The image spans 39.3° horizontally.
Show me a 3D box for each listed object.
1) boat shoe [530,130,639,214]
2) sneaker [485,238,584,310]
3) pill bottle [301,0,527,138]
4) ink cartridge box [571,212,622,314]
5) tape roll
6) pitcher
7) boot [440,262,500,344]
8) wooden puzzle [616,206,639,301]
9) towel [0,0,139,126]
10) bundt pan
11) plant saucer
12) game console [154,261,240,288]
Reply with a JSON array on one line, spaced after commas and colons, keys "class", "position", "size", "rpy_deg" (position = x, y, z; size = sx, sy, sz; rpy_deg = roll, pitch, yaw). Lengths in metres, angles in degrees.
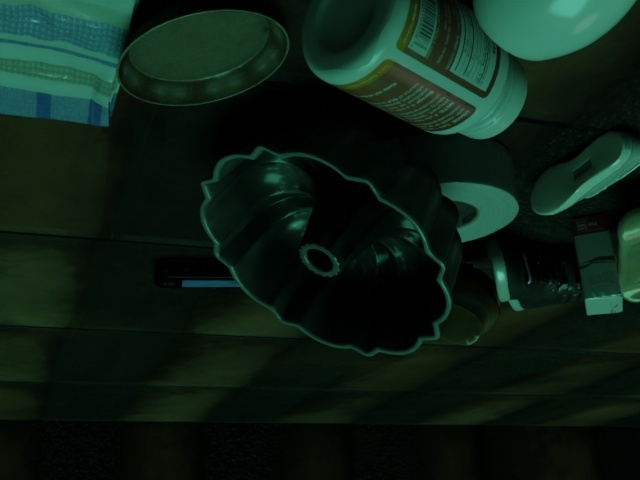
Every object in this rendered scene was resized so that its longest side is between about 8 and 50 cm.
[{"class": "boat shoe", "position": [0.353, -0.085, 1.179], "size": [0.063, 0.066, 0.184], "rpy_deg": [9, 146, -26]}, {"class": "sneaker", "position": [0.362, 0.047, 1.462], "size": [0.146, 0.105, 0.295], "rpy_deg": [-13, 162, 19]}, {"class": "pill bottle", "position": [0.096, -0.170, 0.833], "size": [0.121, 0.121, 0.216], "rpy_deg": [-22, 152, 39]}, {"class": "ink cartridge box", "position": [0.430, 0.039, 1.392], "size": [0.056, 0.135, 0.099], "rpy_deg": [-9, 157, 15]}, {"class": "tape roll", "position": [0.149, -0.061, 1.186], "size": [0.219, 0.072, 0.219], "rpy_deg": [-3, 159, -1]}, {"class": "pitcher", "position": [0.229, -0.240, 0.699], "size": [0.177, 0.126, 0.207], "rpy_deg": [-8, 153, -33]}, {"class": "boot", "position": [0.162, 0.055, 1.447], "size": [0.283, 0.109, 0.220], "rpy_deg": [24, -160, 13]}, {"class": "wooden puzzle", "position": [0.615, 0.008, 1.353], "size": [0.322, 0.081, 0.348], "rpy_deg": [-18, 155, 12]}, {"class": "towel", "position": [-0.284, -0.191, 0.849], "size": [0.209, 0.034, 0.285], "rpy_deg": [5, 157, -18]}, {"class": "bundt pan", "position": [0.024, -0.017, 1.073], "size": [0.330, 0.124, 0.331], "rpy_deg": [20, 142, 17]}, {"class": "plant saucer", "position": [-0.114, -0.183, 0.863], "size": [0.168, 0.029, 0.168], "rpy_deg": [-13, 162, -4]}, {"class": "game console", "position": [-0.101, 0.071, 1.531], "size": [0.361, 0.044, 0.213], "rpy_deg": [1, 158, -10]}]
